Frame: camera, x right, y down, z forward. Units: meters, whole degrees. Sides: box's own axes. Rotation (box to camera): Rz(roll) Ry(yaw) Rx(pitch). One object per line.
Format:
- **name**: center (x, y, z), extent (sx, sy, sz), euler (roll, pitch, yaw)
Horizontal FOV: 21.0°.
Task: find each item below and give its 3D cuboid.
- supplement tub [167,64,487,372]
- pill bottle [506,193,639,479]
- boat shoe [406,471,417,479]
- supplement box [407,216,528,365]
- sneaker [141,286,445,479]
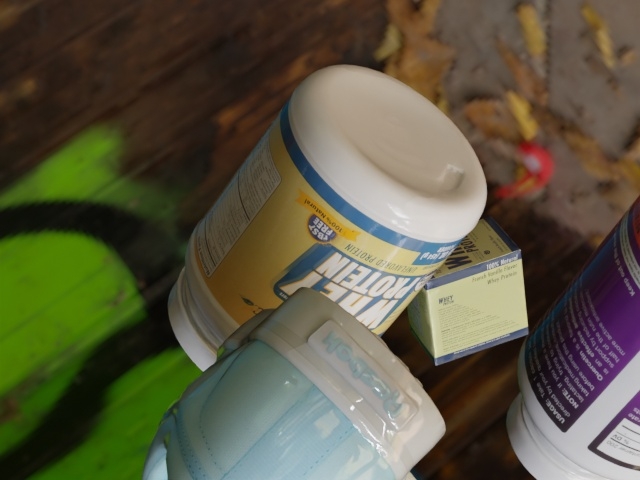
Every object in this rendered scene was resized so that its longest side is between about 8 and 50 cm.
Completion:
- **supplement tub**: center (0.000, 0.000, 1.135), extent (0.144, 0.144, 0.200), euler (47, 123, 14)
- **pill bottle**: center (0.291, 0.086, 1.497), extent (0.181, 0.181, 0.323), euler (47, 133, 15)
- **boat shoe**: center (0.047, 0.221, 1.213), extent (0.228, 0.069, 0.081), euler (48, 133, -4)
- **supplement box**: center (0.113, 0.040, 1.366), extent (0.056, 0.083, 0.083), euler (-125, 21, -54)
- **sneaker**: center (-0.041, 0.124, 0.921), extent (0.135, 0.150, 0.366), euler (47, 168, 9)
